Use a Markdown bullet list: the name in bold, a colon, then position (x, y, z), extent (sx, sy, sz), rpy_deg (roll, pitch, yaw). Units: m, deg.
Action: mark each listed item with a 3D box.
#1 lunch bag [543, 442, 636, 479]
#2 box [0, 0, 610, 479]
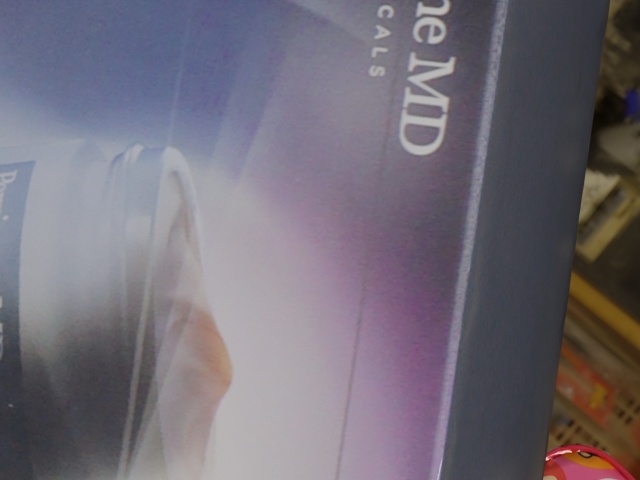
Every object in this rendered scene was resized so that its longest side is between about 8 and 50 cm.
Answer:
- **lunch bag**: position (0.143, 0.295, 1.050), extent (0.293, 0.258, 0.120), rpy_deg (-33, 158, -14)
- **box**: position (-0.067, -0.003, 0.507), extent (0.183, 0.294, 0.296), rpy_deg (12, 86, -72)
